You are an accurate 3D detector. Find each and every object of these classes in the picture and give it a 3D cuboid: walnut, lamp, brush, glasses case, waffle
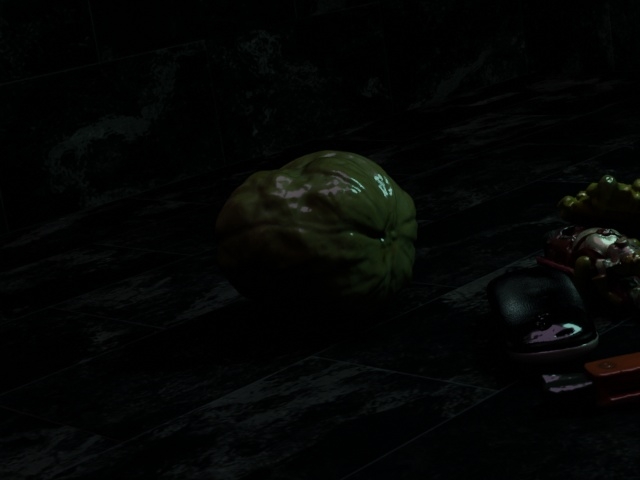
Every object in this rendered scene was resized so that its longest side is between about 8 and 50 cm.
[{"bbox_3d":[-0.001,0.000,1.995,0.277,0.253,0.282,-9,14,29],"label":"walnut"},{"bbox_3d":[0.413,0.039,1.897,0.118,0.118,0.253,-12,13,-16],"label":"lamp"},{"bbox_3d":[0.418,0.154,1.559,0.323,0.051,0.070,-11,7,1],"label":"brush"},{"bbox_3d":[0.294,0.099,1.793,0.122,0.075,0.314,-10,14,3],"label":"glasses case"},{"bbox_3d":[0.518,-0.036,2.010,0.300,0.058,0.281,11,-14,-19],"label":"waffle"}]
